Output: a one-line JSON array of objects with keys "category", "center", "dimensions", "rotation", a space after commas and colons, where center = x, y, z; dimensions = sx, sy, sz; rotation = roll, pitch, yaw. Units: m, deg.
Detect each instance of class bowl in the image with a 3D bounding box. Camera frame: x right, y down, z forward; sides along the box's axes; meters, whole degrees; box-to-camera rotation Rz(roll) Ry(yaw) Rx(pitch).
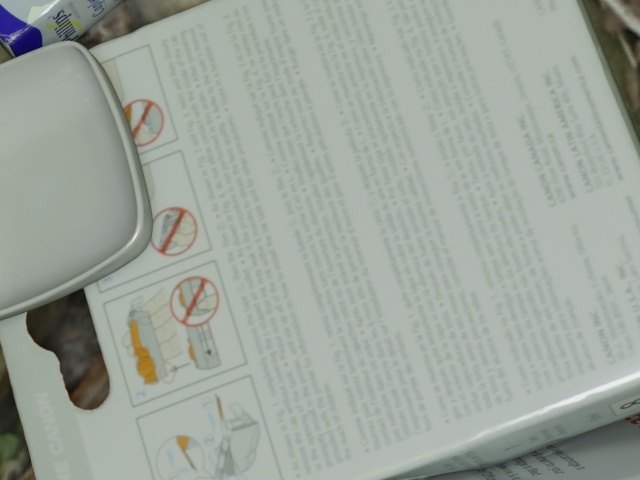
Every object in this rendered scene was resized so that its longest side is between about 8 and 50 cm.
[{"category": "bowl", "center": [-0.164, -0.028, 1.053], "dimensions": [0.142, 0.053, 0.142], "rotation": [-24, 70, 13]}]

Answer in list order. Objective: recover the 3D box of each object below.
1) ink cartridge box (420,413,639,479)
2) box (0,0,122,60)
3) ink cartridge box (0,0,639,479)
[{"category": "ink cartridge box", "center": [0.100, 0.191, 1.071], "dimensions": [0.289, 0.211, 0.122], "rotation": [-15, 96, -7]}, {"category": "box", "center": [-0.164, -0.191, 1.078], "dimensions": [0.137, 0.072, 0.126], "rotation": [-41, 83, -4]}, {"category": "ink cartridge box", "center": [0.000, 0.000, 1.076], "dimensions": [0.385, 0.091, 0.308], "rotation": [-21, 71, 10]}]
